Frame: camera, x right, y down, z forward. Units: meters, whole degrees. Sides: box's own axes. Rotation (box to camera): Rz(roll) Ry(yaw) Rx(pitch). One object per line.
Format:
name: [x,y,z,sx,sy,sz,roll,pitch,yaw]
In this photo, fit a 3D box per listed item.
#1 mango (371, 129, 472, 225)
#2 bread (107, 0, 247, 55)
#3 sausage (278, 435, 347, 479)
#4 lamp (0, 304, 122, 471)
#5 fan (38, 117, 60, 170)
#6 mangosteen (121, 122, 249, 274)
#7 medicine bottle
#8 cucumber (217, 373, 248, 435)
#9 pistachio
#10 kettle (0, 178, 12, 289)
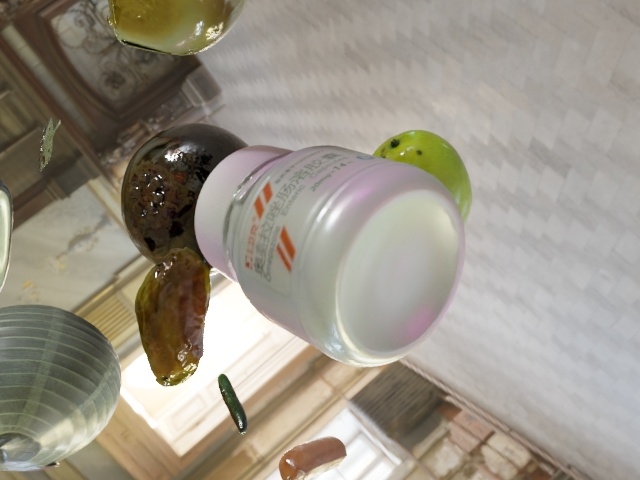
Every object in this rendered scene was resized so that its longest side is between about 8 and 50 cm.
mango: [0.160,-0.047,1.108,0.175,0.143,0.293,10,137,29]
bread: [-0.159,-0.319,0.825,0.261,0.158,0.156,-7,136,50]
sausage: [-0.020,0.394,1.223,0.065,0.065,0.169,45,-161,26]
lamp: [-0.416,0.207,0.949,0.265,0.233,0.233,17,179,-20]
fan: [-0.301,-0.115,0.762,0.083,0.004,0.056,-95,20,-53]
mangosteen: [-0.224,-0.086,1.308,0.297,0.313,0.296,13,122,22]
medicine bottle: [0.000,0.000,0.865,0.302,0.241,0.241,23,151,47]
cucumber: [-0.191,0.356,1.498,0.184,0.033,0.036,49,172,50]
pistachio: [-0.184,0.091,0.827,0.090,0.172,0.049,4,173,7]
kettle: [-0.404,0.028,0.692,0.165,0.240,0.255,28,137,10]
